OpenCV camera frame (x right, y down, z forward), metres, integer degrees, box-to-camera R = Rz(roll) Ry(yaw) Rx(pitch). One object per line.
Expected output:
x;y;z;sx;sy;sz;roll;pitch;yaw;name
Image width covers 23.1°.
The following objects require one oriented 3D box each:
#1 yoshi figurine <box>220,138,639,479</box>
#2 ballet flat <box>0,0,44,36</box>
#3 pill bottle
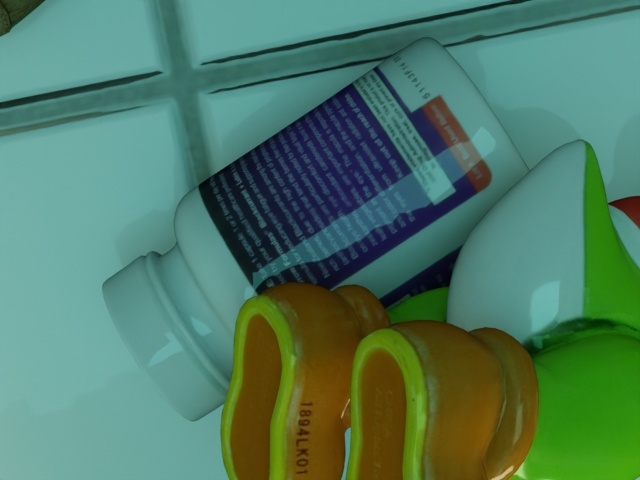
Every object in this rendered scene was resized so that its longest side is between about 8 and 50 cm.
0.147;0.089;0.698;0.362;0.203;0.203;-6;61;-31;yoshi figurine
-0.185;-0.256;0.675;0.124;0.116;0.342;-25;103;-19;ballet flat
0.000;0.000;0.730;0.193;0.108;0.108;-33;102;3;pill bottle
